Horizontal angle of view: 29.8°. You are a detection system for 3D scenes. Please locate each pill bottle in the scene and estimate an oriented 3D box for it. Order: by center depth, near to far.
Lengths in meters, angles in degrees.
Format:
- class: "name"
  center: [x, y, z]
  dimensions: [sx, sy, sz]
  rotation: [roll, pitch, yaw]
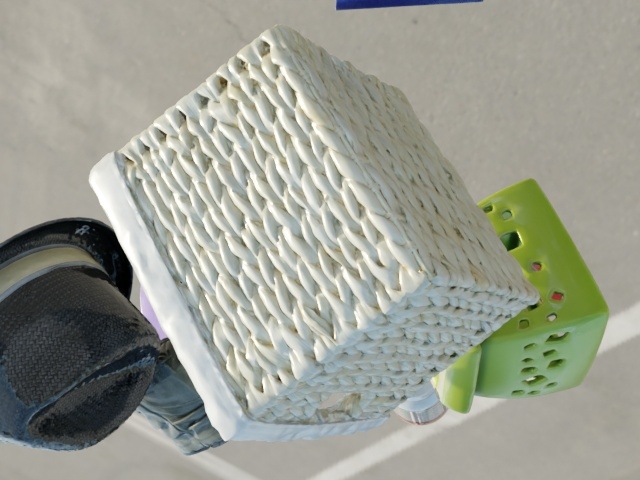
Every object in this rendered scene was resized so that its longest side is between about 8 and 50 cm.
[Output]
- class: "pill bottle"
  center: [0.175, 0.258, 2.189]
  dimensions: [0.121, 0.121, 0.221]
  rotation: [21, 165, 16]

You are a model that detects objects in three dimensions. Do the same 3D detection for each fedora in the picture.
- class: "fedora"
  center: [-0.293, 0.136, 1.346]
  dimensions: [0.152, 0.334, 0.334]
  rotation: [29, 159, 24]

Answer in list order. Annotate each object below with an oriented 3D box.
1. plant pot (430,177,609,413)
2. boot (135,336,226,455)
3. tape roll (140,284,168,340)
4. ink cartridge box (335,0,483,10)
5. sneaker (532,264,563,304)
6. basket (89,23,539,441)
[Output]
- class: "plant pot"
  center: [0.228, 0.087, 1.610]
  dimensions: [0.227, 0.207, 0.228]
  rotation: [87, 163, -58]
- class: "boot"
  center: [-0.220, 0.222, 1.561]
  dimensions: [0.246, 0.083, 0.161]
  rotation: [-18, 117, 44]
- class: "tape roll"
  center: [-0.155, 0.084, 1.973]
  dimensions: [0.274, 0.275, 0.090]
  rotation: [16, 174, 24]
- class: "ink cartridge box"
  center: [0.099, -0.333, 1.115]
  dimensions: [0.165, 0.065, 0.333]
  rotation: [-6, 139, -5]
- class: "sneaker"
  center: [0.285, 0.066, 1.946]
  dimensions: [0.279, 0.118, 0.107]
  rotation: [8, 113, 46]
- class: "basket"
  center: [0.000, 0.000, 1.248]
  dimensions: [0.331, 0.266, 0.328]
  rotation: [58, -160, 21]
